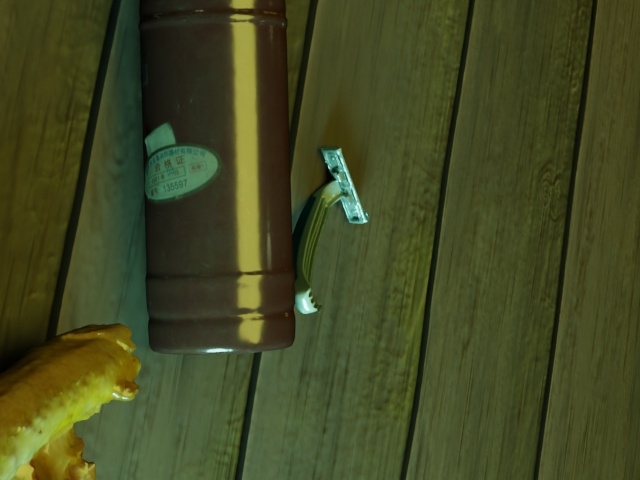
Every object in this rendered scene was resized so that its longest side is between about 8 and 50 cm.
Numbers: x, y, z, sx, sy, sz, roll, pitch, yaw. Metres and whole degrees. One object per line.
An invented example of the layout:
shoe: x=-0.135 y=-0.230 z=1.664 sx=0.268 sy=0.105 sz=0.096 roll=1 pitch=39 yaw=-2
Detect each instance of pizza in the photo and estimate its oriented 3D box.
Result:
pizza: x=-0.208 y=0.194 z=1.006 sx=0.365 sy=0.074 sz=0.182 roll=-52 pitch=140 yaw=-38

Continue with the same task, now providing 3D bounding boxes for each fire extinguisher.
fire extinguisher: x=-0.088 y=-0.097 z=1.175 sx=0.138 sy=0.102 sz=0.343 roll=-3 pitch=91 yaw=-17

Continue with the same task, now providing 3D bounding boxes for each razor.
razor: x=-0.004 y=0.001 z=1.282 sx=0.191 sy=0.037 sz=0.068 roll=-71 pitch=142 yaw=-59
